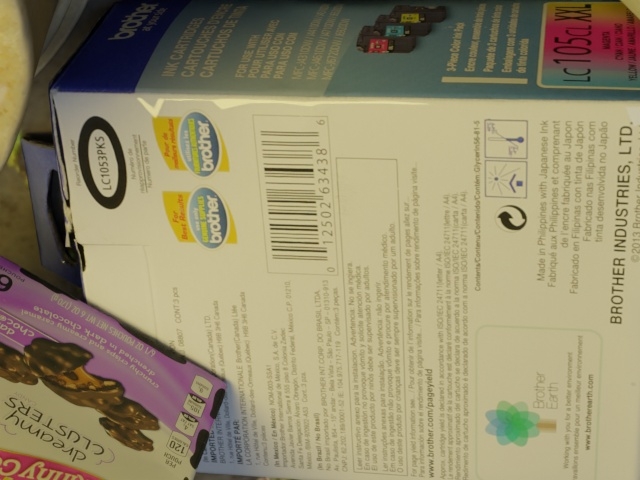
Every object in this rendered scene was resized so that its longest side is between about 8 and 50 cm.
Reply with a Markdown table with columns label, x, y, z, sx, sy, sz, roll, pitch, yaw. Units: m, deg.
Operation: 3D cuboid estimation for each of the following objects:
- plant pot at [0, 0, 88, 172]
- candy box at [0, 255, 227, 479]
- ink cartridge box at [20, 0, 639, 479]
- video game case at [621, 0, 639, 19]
| label | x | y | z | sx | sy | sz | roll | pitch | yaw |
| --- | --- | --- | --- | --- | --- | --- | --- | --- | --- |
| plant pot | -0.259 | -0.137 | 0.698 | 0.333 | 0.305 | 0.334 | -5 | 118 | -10 |
| candy box | -0.154 | 0.117 | 0.772 | 0.165 | 0.196 | 0.070 | 30 | 122 | -8 |
| ink cartridge box | 0.000 | 0.000 | 0.873 | 0.395 | 0.151 | 0.270 | 1 | 120 | 9 |
| video game case | 0.295 | -0.190 | 0.857 | 0.285 | 0.204 | 0.025 | -10 | 123 | -8 |
